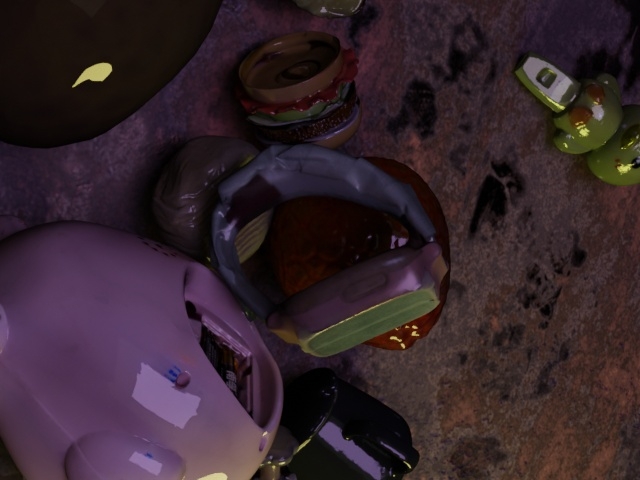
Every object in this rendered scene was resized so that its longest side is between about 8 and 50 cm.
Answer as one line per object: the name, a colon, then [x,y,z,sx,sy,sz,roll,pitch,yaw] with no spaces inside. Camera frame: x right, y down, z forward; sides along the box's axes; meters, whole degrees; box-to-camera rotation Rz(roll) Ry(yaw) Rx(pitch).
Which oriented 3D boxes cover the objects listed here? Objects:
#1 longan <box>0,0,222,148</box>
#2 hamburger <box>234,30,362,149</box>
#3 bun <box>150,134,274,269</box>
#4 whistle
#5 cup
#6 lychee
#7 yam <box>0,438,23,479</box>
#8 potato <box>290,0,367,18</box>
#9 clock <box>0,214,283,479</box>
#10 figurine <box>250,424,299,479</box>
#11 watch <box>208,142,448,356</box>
longan: [-0.274,-0.297,1.395,0.404,0.336,0.405,-48,154,-33]
hamburger: [-0.021,-0.179,1.671,0.175,0.175,0.137,-37,126,-25]
bun: [-0.144,-0.050,1.626,0.173,0.113,0.167,-7,104,-51]
whistle: [0.427,-0.183,1.974,0.294,0.141,0.141,35,76,-29]
cup: [0.034,0.266,1.714,0.176,0.223,0.169,43,61,-20]
lychee: [0.049,0.006,1.693,0.255,0.300,0.255,-24,138,-23]
yam: [-0.493,0.255,1.399,0.304,0.168,0.168,22,83,-33]
potato: [-0.007,-0.433,1.680,0.160,0.111,0.272,-1,109,-26]
clock: [-0.226,0.135,1.453,0.250,0.368,0.376,-39,114,17]
figurine: [-0.099,0.419,1.665,0.166,0.207,0.387,-33,133,-59]
watch: [0.000,0.000,1.518,0.253,0.162,0.241,-24,72,3]
